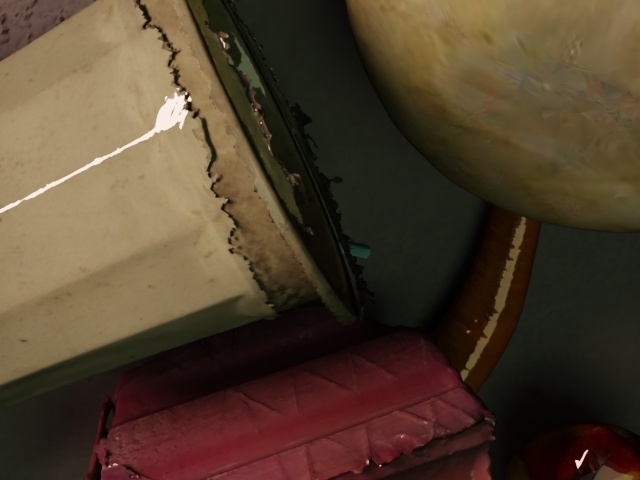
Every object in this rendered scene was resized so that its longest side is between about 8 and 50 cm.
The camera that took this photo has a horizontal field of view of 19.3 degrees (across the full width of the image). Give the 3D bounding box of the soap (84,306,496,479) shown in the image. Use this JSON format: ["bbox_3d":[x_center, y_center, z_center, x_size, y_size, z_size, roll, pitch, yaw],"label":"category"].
[{"bbox_3d":[-0.038,0.149,1.364,0.289,0.182,0.112,-17,129,-23],"label":"soap"}]

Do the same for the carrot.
[{"bbox_3d":[0.131,0.036,1.457,0.271,0.066,0.062,-64,169,17],"label":"carrot"}]

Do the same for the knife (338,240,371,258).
[{"bbox_3d":[0.000,0.000,1.395,0.091,0.005,0.014,12,116,-32],"label":"knife"}]

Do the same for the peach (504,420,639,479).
[{"bbox_3d":[0.228,0.238,1.573,0.158,0.154,0.267,-10,120,-11],"label":"peach"}]

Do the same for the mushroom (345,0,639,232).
[{"bbox_3d":[0.185,-0.154,1.217,0.352,0.260,0.352,14,143,11],"label":"mushroom"}]

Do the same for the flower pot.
[{"bbox_3d":[-0.134,-0.031,1.168,0.259,0.290,0.290,-26,130,7],"label":"flower pot"}]
